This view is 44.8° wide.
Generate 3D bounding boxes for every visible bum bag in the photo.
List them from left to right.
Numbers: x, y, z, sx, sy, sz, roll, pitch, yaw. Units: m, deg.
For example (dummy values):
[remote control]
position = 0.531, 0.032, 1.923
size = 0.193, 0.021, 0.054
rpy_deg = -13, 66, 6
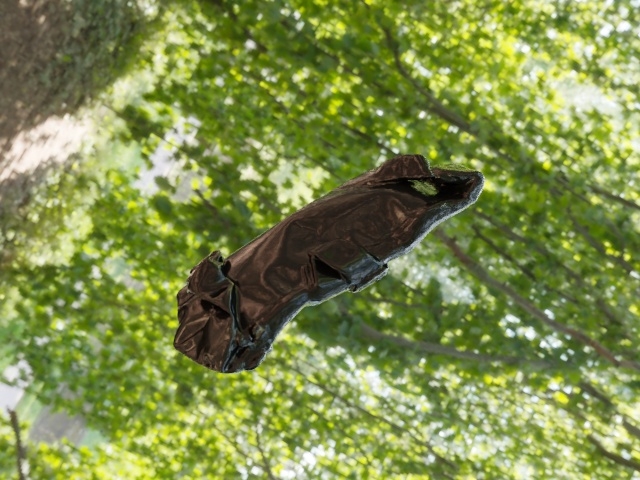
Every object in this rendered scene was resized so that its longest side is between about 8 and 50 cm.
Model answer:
[bum bag]
position = 0.000, 0.000, 0.434
size = 0.197, 0.049, 0.087
rpy_deg = -33, -152, -18
